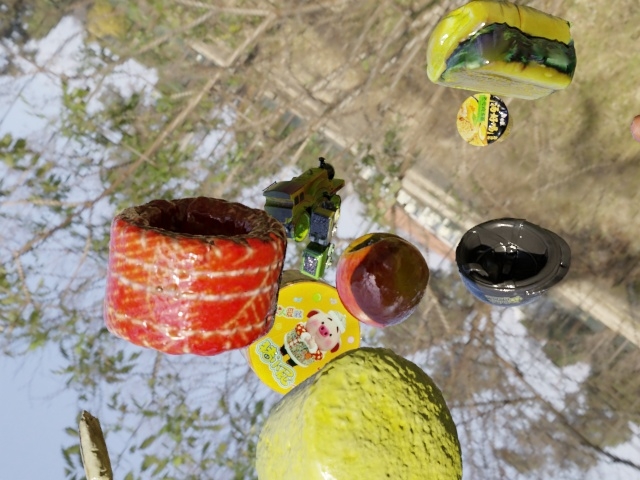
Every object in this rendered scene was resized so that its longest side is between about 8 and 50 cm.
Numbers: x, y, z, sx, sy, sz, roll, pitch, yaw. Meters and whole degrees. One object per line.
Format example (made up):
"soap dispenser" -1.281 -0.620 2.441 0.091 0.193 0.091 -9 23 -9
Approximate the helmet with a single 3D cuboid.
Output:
"helmet" 0.480 0.073 1.968 0.278 0.230 0.160 9 143 17

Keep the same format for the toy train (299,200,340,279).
"toy train" 0.000 0.000 1.815 0.060 0.202 0.081 21 -141 16

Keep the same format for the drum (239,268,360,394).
"drum" -0.083 0.318 2.729 0.431 0.431 0.214 33 178 -21

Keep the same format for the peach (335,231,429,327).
"peach" 0.173 0.114 2.172 0.281 0.281 0.238 35 -158 -11

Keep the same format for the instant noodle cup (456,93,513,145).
"instant noodle cup" 0.480 -0.338 2.238 0.151 0.151 0.122 42 -162 25

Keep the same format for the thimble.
"thimble" -0.242 0.059 1.491 0.350 0.231 0.350 5 -164 -2

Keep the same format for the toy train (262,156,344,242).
"toy train" -0.037 -0.109 2.013 0.100 0.161 0.296 10 -152 27

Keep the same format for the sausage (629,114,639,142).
"sausage" 0.868 -0.257 1.974 0.077 0.077 0.194 25 -166 -49

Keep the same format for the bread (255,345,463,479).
"bread" 0.066 0.398 1.459 0.348 0.308 0.348 17 -124 -26

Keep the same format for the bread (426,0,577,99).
"bread" 0.442 -0.462 1.895 0.376 0.208 0.251 -2 175 -31

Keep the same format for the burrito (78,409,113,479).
"burrito" -0.405 0.396 1.416 0.058 0.045 0.188 94 155 -63
